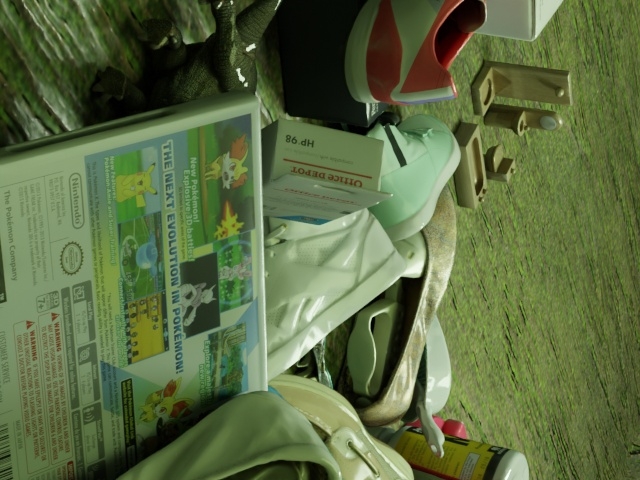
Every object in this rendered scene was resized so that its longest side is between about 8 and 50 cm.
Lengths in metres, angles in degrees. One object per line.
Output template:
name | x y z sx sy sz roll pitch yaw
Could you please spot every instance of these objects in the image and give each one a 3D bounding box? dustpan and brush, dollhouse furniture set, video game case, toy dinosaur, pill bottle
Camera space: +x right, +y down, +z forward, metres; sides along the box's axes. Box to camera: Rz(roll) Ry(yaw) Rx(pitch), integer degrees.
dustpan and brush | 0.125 0.186 1.869 0.060 0.211 0.147 -2 129 -26
dollhouse furniture set | 0.265 -0.138 2.090 0.151 0.123 0.144 -59 148 -38
video game case | -0.168 0.068 1.202 0.300 0.036 0.329 -18 118 -36
toy dinosaur | -0.110 -0.125 1.331 0.160 0.121 0.313 76 27 -64
pill bottle | 0.141 0.296 1.889 0.119 0.208 0.119 -38 133 -56

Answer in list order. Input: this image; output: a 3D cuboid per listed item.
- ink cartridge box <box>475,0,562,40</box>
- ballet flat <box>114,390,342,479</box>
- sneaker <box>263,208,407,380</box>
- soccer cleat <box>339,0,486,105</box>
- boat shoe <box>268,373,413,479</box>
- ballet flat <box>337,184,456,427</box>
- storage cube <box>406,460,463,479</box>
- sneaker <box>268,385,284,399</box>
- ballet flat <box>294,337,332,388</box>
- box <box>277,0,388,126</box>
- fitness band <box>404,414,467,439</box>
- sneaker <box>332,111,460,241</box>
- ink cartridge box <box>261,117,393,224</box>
ink cartridge box | 0.193 -0.353 1.750 0.283 0.207 0.117 -53 146 -46
ballet flat | -0.145 0.257 1.183 0.400 0.139 0.139 -34 134 -27
sneaker | -0.064 0.035 1.494 0.292 0.108 0.169 -38 105 -29
soccer cleat | 0.126 -0.262 1.504 0.318 0.116 0.108 -66 151 -27
boat shoe | 0.005 0.238 1.594 0.302 0.109 0.098 43 27 -40
ballet flat | 0.087 0.070 1.818 0.106 0.107 0.316 10 89 -54
storage cube | 0.067 0.382 1.770 0.183 0.215 0.193 -56 153 -43
sneaker | -0.118 0.289 1.423 0.125 0.139 0.341 47 53 -48
ballet flat | -0.013 0.139 1.710 0.041 0.041 0.114 -49 142 -48
box | 0.036 -0.276 1.570 0.184 0.103 0.261 -46 139 -47
fitness band | 0.148 0.369 2.131 0.209 0.054 0.291 -58 147 -34
sneaker | 0.085 -0.123 1.747 0.151 0.094 0.256 61 22 -21
ink cartridge box | -0.011 -0.062 1.372 0.180 0.104 0.060 160 -62 -67
